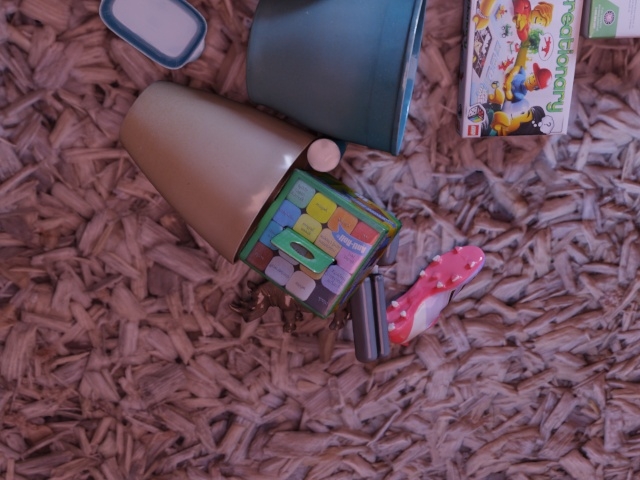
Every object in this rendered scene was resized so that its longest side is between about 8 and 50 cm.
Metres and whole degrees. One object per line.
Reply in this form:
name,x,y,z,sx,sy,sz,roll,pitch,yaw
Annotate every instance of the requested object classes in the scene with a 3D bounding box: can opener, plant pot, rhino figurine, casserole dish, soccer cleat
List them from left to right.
casserole dish,-0.276,-0.369,1.362,0.188,0.037,0.114,35,104,-17
plant pot,-0.187,-0.139,1.366,0.274,0.256,0.256,33,105,3
rhino figurine,-0.052,0.113,1.542,0.243,0.073,0.106,-3,114,-3
plant pot,0.023,-0.289,1.313,0.255,0.271,0.271,10,110,7
can opener,0.095,0.085,1.504,0.074,0.093,0.280,-7,97,-43
soccer cleat,0.220,0.106,1.571,0.248,0.083,0.095,-42,137,6

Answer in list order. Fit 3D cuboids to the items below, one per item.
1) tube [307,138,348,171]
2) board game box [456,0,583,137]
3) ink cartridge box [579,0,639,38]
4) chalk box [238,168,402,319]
tube,0.013,-0.146,1.384,0.080,0.207,0.052,-32,94,8
board game box,0.342,-0.331,1.412,0.193,0.053,0.305,-3,115,-4
ink cartridge box,0.548,-0.426,1.385,0.213,0.093,0.154,-3,111,-3
chalk box,0.000,0.000,1.345,0.180,0.289,0.179,35,99,7
